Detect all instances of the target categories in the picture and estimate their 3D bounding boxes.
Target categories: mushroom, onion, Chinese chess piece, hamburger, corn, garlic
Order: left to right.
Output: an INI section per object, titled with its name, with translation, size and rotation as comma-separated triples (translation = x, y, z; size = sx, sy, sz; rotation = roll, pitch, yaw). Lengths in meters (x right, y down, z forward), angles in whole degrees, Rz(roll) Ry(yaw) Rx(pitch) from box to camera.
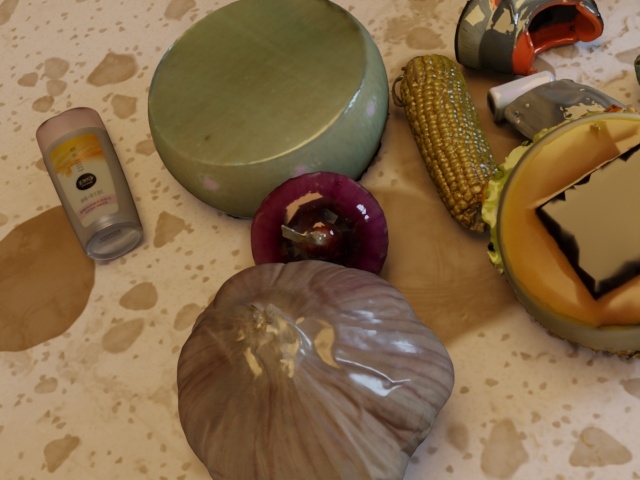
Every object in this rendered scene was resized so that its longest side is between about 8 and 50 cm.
[Chinese chess piece]
translation = -0.073, -0.196, 1.370
size = 0.349, 0.146, 0.349
rotation = -8, 56, 12
[garlic]
translation = -0.025, 0.158, 1.056
size = 0.317, 0.259, 0.317
rotation = -5, 58, 8
[onion]
translation = 0.000, -0.001, 1.210
size = 0.177, 0.177, 0.153
rotation = -48, 23, -16
[corn]
translation = 0.175, -0.139, 1.290
size = 0.106, 0.106, 0.293
rotation = -18, 54, 4
[hamburger]
translation = 0.338, -0.014, 1.101
size = 0.276, 0.179, 0.294
rotation = -37, 73, 10
[mushroom]
translation = 0.400, -0.115, 1.219
size = 0.351, 0.097, 0.109
rotation = 29, 80, 25

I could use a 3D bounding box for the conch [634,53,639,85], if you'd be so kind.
[conch]
translation = 0.480, -0.212, 1.250
size = 0.135, 0.102, 0.153
rotation = 18, 21, 32

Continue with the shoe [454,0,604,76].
[shoe]
translation = 0.347, -0.362, 1.378
size = 0.171, 0.132, 0.336
rotation = 31, 72, 25

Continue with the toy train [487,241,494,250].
[toy train]
translation = 0.257, 0.002, 1.225
size = 0.083, 0.017, 0.017
rotation = -2, 55, 14

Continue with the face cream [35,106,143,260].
[face cream]
translation = -0.348, -0.090, 1.424
size = 0.107, 0.073, 0.269
rotation = -23, 53, -9

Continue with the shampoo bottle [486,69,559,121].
[shampoo bottle]
translation = 0.284, -0.203, 1.319
size = 0.099, 0.072, 0.043
rotation = -19, 78, 3
